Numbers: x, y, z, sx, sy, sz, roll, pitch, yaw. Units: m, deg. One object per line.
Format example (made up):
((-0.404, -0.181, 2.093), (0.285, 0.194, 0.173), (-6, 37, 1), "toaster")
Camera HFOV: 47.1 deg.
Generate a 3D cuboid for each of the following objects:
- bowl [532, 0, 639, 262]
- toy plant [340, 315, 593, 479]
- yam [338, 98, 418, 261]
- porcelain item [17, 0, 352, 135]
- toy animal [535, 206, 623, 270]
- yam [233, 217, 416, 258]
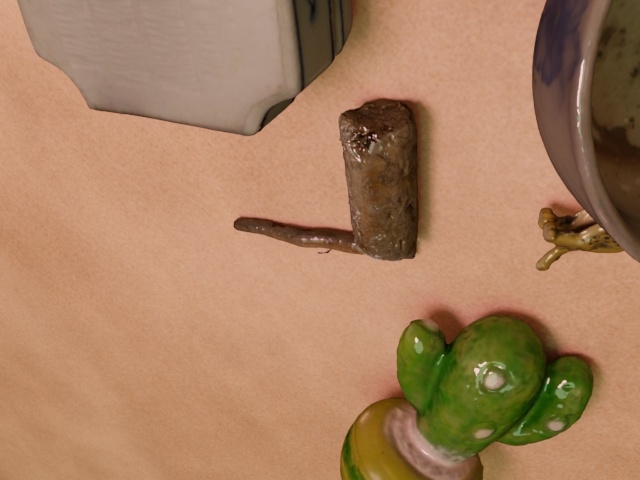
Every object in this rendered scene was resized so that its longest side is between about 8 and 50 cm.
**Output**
((0.255, -0.126, 0.500), (0.289, 0.146, 0.289), (-7, 112, -17), "bowl")
((0.161, 0.210, 0.891), (0.224, 0.184, 0.315), (30, 120, -4), "toy plant")
((0.063, -0.056, 0.752), (0.078, 0.078, 0.179), (11, 133, 20), "yam")
((-0.120, -0.250, 0.623), (0.282, 0.157, 0.285), (12, 133, 23), "porcelain item")
((0.276, -0.036, 0.657), (0.136, 0.073, 0.181), (10, 129, 6), "toy animal")
((0.000, -0.001, 0.869), (0.234, 0.027, 0.029), (8, 158, 23), "yam")
